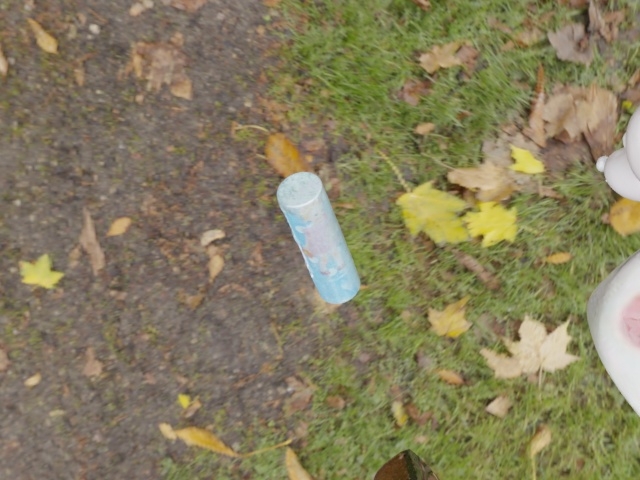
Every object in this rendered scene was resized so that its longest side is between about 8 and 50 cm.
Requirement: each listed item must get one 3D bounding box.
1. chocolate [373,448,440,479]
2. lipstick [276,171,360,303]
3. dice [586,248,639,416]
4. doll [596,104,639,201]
[{"bbox_3d":[0.098,0.300,1.026,0.080,0.148,0.125,-37,78,10],"label":"chocolate"},{"bbox_3d":[0.000,0.000,0.949,0.048,0.158,0.048,-10,49,12],"label":"lipstick"},{"bbox_3d":[0.544,0.096,1.195,0.304,0.304,0.277,-41,72,29],"label":"dice"},{"bbox_3d":[0.236,-0.018,0.561,0.059,0.161,0.160,-33,103,-21],"label":"doll"}]
